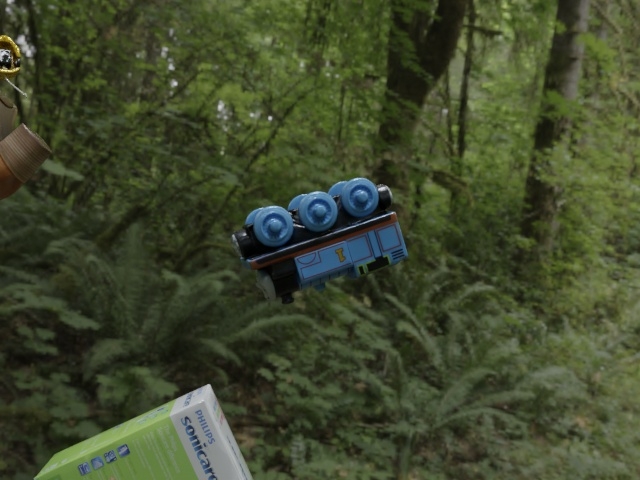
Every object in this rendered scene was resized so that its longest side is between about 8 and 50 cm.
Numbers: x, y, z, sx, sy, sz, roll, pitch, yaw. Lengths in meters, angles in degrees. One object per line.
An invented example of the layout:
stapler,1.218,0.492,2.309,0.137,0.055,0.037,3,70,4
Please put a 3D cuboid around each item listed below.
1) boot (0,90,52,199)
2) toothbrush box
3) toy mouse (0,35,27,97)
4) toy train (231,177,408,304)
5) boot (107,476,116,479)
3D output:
boot,-0.662,-0.180,1.413,0.283,0.220,0.109,48,-4,13
toothbrush box,-0.265,0.387,1.184,0.283,0.206,0.122,-25,4,-3
toy mouse,-0.462,-0.240,0.961,0.143,0.161,0.031,-4,-28,-29
toy train,0.000,0.000,0.803,0.184,0.105,0.080,-19,5,-14
boot,-0.262,0.343,0.916,0.059,0.084,0.158,49,-18,-8
